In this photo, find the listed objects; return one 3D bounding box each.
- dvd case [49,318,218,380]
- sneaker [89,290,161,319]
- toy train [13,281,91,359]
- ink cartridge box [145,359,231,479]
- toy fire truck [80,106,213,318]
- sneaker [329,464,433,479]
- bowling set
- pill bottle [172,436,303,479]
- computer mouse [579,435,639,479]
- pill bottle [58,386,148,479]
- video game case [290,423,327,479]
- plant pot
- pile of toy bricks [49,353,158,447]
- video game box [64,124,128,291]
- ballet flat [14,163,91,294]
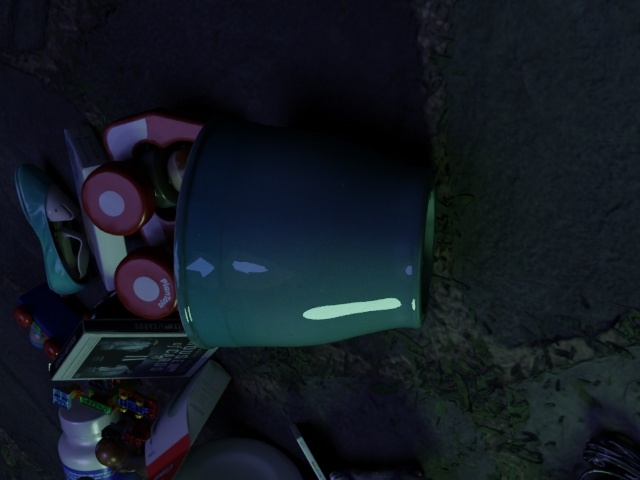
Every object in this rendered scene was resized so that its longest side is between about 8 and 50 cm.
[{"bbox_3d":[-0.280,0.171,1.432,0.179,0.238,0.030,-46,49,47],"label":"dvd case"},{"bbox_3d":[-0.328,0.130,1.499,0.102,0.146,0.293,51,136,5],"label":"sneaker"},{"bbox_3d":[-0.455,0.204,1.691,0.248,0.105,0.143,43,146,16],"label":"toy train"},{"bbox_3d":[-0.245,0.318,1.484,0.056,0.225,0.181,39,136,-7],"label":"ink cartridge box"},{"bbox_3d":[-0.164,-0.042,1.266,0.253,0.169,0.302,-12,108,19],"label":"toy fire truck"},{"bbox_3d":[0.096,0.363,1.313,0.095,0.104,0.236,60,159,-9],"label":"sneaker"},{"bbox_3d":[-0.350,0.421,1.608,0.154,0.287,0.200,-6,101,48],"label":"bowling set"},{"bbox_3d":[-0.152,0.544,1.534,0.229,0.229,0.408,28,131,26],"label":"pill bottle"},{"bbox_3d":[0.363,0.372,1.103,0.188,0.072,0.272,33,120,25],"label":"computer mouse"},{"bbox_3d":[-0.408,0.420,1.739,0.152,0.152,0.272,14,123,35],"label":"pill bottle"},{"bbox_3d":[-0.009,0.344,1.411,0.122,0.011,0.087,61,174,-6],"label":"video game case"},{"bbox_3d":[0.000,0.000,1.049,0.255,0.272,0.272,4,120,11],"label":"plant pot"},{"bbox_3d":[-0.347,0.255,1.552,0.212,0.105,0.118,18,117,21],"label":"pile of toy bricks"},{"bbox_3d":[-0.342,-0.053,1.415,0.187,0.048,0.205,-135,35,-55],"label":"video game box"},{"bbox_3d":[-0.444,-0.022,1.572,0.087,0.083,0.247,-3,114,16],"label":"ballet flat"}]
